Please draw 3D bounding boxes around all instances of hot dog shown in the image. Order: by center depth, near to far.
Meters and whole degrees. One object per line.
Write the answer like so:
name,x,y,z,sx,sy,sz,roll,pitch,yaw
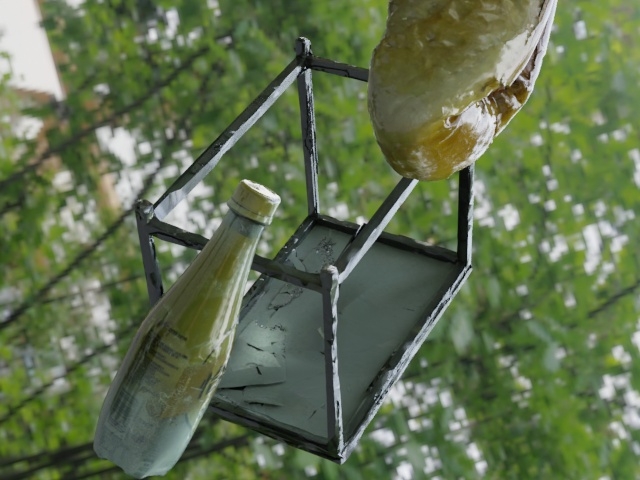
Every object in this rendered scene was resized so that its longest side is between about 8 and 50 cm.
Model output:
hot dog,0.083,-0.144,0.635,0.084,0.073,0.242,56,46,-71

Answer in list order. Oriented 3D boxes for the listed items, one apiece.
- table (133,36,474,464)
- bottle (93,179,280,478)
table,0.000,0.000,1.429,0.222,0.335,0.272,18,-45,22
bottle,-0.106,0.073,1.135,0.270,0.083,0.083,-62,-152,12
